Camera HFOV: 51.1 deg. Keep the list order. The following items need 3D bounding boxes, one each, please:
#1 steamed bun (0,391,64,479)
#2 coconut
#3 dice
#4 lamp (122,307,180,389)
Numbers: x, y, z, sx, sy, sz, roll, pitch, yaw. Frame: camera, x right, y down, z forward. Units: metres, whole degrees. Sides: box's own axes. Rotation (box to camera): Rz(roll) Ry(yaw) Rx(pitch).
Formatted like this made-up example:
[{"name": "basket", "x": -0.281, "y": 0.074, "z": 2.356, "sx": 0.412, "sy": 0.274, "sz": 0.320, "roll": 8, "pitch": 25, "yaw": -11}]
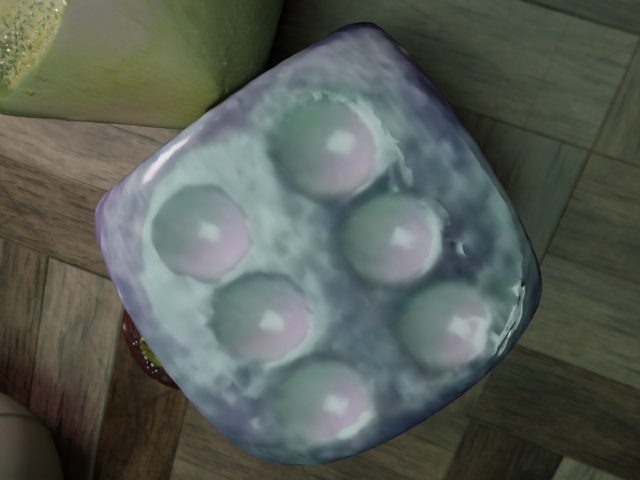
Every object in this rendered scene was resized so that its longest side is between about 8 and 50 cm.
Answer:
[{"name": "steamed bun", "x": -0.489, "y": 0.359, "z": 0.827, "sx": 0.334, "sy": 0.334, "sz": 0.374, "roll": 21, "pitch": 110, "yaw": 7}, {"name": "coconut", "x": -0.173, "y": -0.251, "z": 0.543, "sx": 0.352, "sy": 0.352, "sz": 0.353, "roll": 5, "pitch": 110, "yaw": 13}, {"name": "dice", "x": 0.000, "y": 0.000, "z": 0.572, "sx": 0.270, "sy": 0.271, "sz": 0.270, "roll": -34, "pitch": 100, "yaw": 4}, {"name": "lamp", "x": -0.149, "y": 0.099, "z": 0.750, "sx": 0.156, "sy": 0.135, "sz": 0.157, "roll": 43, "pitch": 115, "yaw": -2}]
